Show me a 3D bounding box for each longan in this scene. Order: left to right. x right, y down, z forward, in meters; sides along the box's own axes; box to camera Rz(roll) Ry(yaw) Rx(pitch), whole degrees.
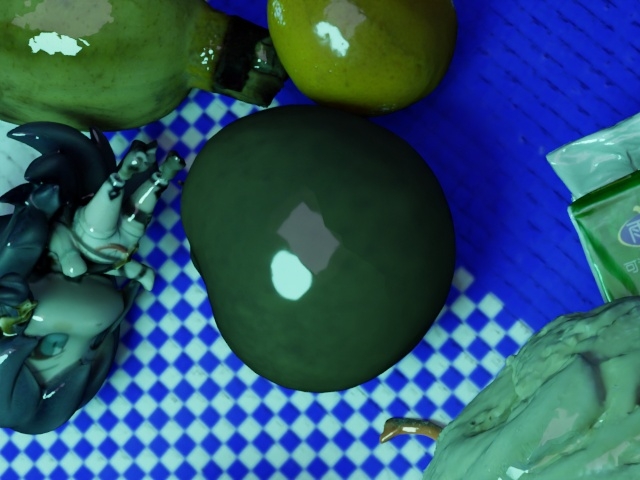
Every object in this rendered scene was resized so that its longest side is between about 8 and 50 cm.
[{"bbox_3d":[0.000,0.000,1.109,0.197,0.196,0.220,-27,77,10],"label":"longan"}]

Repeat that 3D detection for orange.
[{"bbox_3d":[0.029,-0.167,1.149,0.124,0.156,0.156,-44,72,35],"label":"orange"}]

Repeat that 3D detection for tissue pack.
[{"bbox_3d":[0.282,-0.037,1.062,0.209,0.148,0.156,-23,79,11],"label":"tissue pack"}]

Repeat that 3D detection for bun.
[{"bbox_3d":[0.205,0.204,0.908,0.360,0.211,0.359,9,106,35],"label":"bun"}]

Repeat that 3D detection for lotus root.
[{"bbox_3d":[-0.176,-0.166,1.186,0.310,0.183,0.182,10,85,9],"label":"lotus root"}]

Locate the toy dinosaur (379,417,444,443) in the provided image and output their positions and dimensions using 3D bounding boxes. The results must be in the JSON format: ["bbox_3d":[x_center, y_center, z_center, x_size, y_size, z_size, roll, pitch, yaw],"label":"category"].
[{"bbox_3d":[0.145,0.233,1.111,0.280,0.055,0.101,31,81,18],"label":"toy dinosaur"}]

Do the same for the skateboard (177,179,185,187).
[{"bbox_3d":[-0.070,-0.050,1.220,0.083,0.032,0.063,-27,86,7],"label":"skateboard"}]

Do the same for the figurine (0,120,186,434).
[{"bbox_3d":[-0.212,0.019,1.158,0.197,0.175,0.265,34,101,52],"label":"figurine"}]
